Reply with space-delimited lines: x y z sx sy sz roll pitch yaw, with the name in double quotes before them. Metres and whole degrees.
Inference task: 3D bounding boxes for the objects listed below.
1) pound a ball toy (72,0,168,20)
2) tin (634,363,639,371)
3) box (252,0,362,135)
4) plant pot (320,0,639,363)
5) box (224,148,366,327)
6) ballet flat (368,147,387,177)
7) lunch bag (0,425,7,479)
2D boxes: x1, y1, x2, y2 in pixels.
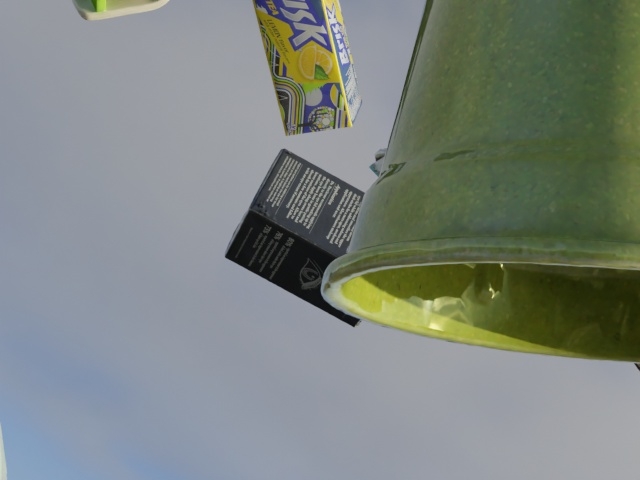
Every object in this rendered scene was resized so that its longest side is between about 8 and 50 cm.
"pound a ball toy" -0.261 -0.384 1.615 0.208 0.136 0.319 97 -28 -50
"tin" 0.402 0.185 1.469 0.106 0.040 0.189 40 11 -49
"box" -0.015 -0.172 1.094 0.059 0.054 0.169 -7 -63 14
"plant pot" 0.151 -0.081 0.729 0.276 0.254 0.276 6 -12 1
"box" 0.000 0.000 1.799 0.207 0.108 0.153 29 -30 -4
"ballet flat" 0.205 -0.049 1.965 0.147 0.147 0.409 11 -19 34
"lunch bag" -0.357 0.105 1.283 0.279 0.108 0.224 -121 -151 -55
